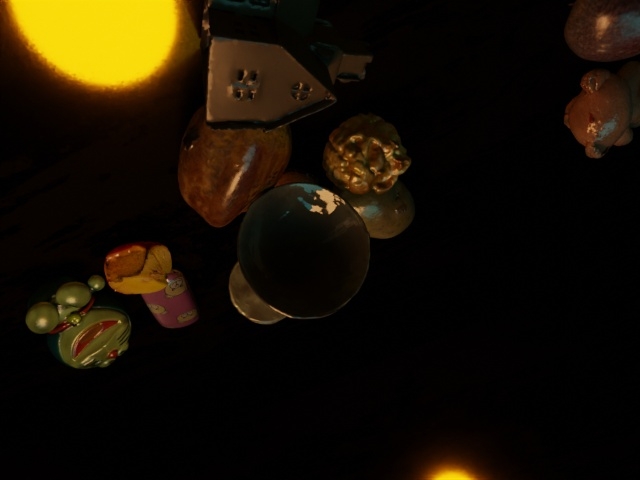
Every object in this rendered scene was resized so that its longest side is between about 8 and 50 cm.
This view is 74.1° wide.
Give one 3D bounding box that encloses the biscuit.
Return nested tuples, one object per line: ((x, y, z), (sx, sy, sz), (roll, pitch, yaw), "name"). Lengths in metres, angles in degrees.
((-0.098, -0.125, 0.995), (0.205, 0.025, 0.126), (-13, 149, -11), "biscuit")

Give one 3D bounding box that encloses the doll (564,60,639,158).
((0.700, -0.323, 1.032), (0.303, 0.156, 0.202), (-20, 112, -33), "doll")

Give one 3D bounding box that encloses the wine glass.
((-0.089, 0.066, 0.967), (0.266, 0.268, 0.406), (-5, 165, -21), "wine glass")

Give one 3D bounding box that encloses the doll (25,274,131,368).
((-0.617, 0.211, 1.103), (0.198, 0.186, 0.322), (-38, 139, -28), "doll")

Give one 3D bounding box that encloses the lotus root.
((-0.163, -0.159, 0.785), (0.193, 0.193, 0.291), (3, 148, -31), "lotus root")

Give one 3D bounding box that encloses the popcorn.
((0.093, -0.176, 0.890), (0.179, 0.180, 0.170), (-9, -179, -16), "popcorn")

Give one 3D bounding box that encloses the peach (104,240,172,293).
((-0.440, 0.067, 1.029), (0.151, 0.118, 0.151), (-43, 143, -44), "peach")

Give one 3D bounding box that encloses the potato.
((0.139, -0.085, 1.063), (0.251, 0.159, 0.174), (23, 157, -32), "potato")

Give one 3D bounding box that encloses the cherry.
((0.535, -0.403, 0.766), (0.140, 0.176, 0.176), (-43, 155, -20), "cherry")

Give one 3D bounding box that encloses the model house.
((-0.037, -0.287, 0.591), (0.243, 0.212, 0.204), (0, 146, -18), "model house")

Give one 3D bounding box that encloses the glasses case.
((-0.434, 0.176, 1.238), (0.123, 0.076, 0.317), (-10, 148, -11), "glasses case")
